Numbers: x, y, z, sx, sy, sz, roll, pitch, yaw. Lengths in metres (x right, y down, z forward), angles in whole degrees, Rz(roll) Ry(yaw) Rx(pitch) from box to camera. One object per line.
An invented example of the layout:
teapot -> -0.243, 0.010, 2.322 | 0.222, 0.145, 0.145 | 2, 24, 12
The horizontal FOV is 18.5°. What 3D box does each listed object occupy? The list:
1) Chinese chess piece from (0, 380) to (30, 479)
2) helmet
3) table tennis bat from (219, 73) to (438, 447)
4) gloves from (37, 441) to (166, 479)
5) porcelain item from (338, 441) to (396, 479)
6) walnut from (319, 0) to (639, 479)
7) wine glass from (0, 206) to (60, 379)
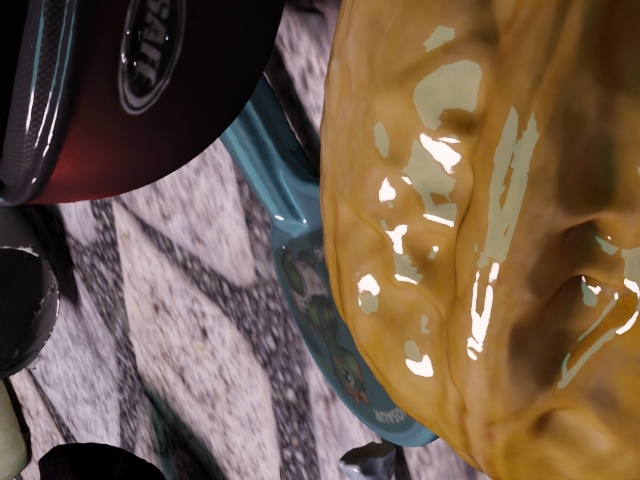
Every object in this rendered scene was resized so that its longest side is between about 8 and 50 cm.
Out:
Chinese chess piece -> -0.287, 0.133, 1.591 | 0.144, 0.058, 0.144 | 50, 153, 38
helmet -> -0.111, -0.111, 0.781 | 0.216, 0.193, 0.189 | 39, 122, 55
table tennis bat -> 0.000, 0.000, 0.862 | 0.201, 0.033, 0.124 | 60, 155, 4
gloves -> -0.083, 0.220, 1.165 | 0.203, 0.124, 0.164 | 53, 173, 47
porcelain item -> 0.031, 0.137, 0.921 | 0.028, 0.036, 0.083 | -72, -30, -76
walnut -> 0.077, -0.025, 0.512 | 0.159, 0.159, 0.207 | 46, 143, 40
wine glass -> -0.266, -0.001, 1.327 | 0.241, 0.126, 0.126 | 43, 148, 49
